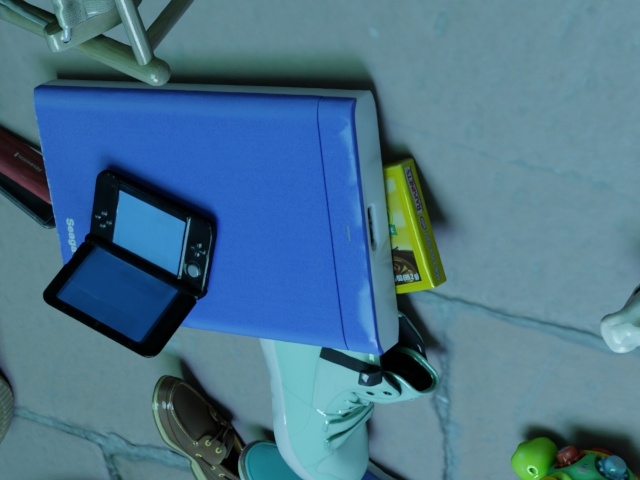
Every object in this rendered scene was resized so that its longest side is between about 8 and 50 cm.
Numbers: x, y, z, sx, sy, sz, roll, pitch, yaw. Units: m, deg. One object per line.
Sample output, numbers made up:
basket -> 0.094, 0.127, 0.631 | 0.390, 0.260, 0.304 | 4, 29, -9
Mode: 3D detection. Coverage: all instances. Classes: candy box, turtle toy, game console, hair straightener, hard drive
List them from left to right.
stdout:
hair straightener -> -0.334, -0.078, 1.388 | 0.230, 0.047, 0.089 | 29, 142, 4
game console -> -0.158, 0.017, 1.214 | 0.122, 0.071, 0.107 | 26, 123, 21
hard drive -> -0.092, -0.025, 1.224 | 0.319, 0.040, 0.210 | 6, 113, 32
candy box -> 0.000, 0.000, 1.219 | 0.206, 0.027, 0.105 | -10, 99, 36
turtle toy -> 0.226, 0.212, 1.300 | 0.130, 0.066, 0.095 | 9, 160, 30

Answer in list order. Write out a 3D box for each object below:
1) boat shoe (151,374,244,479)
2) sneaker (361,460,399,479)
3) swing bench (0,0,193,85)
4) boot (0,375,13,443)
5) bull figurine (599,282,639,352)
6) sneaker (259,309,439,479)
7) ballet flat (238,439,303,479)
boat shoe -> -0.117, 0.200, 1.532 | 0.060, 0.064, 0.178 | -1, 138, 28
sneaker -> 0.053, 0.272, 1.470 | 0.152, 0.084, 0.058 | 35, 142, -3
swing bench -> -0.208, -0.262, 1.008 | 0.255, 0.165, 0.253 | 10, 137, 27
boot -> -0.461, 0.136, 1.703 | 0.207, 0.090, 0.248 | 30, 145, 23
bull figurine -> 0.342, 0.084, 1.011 | 0.310, 0.188, 0.101 | 11, 116, 16
sneaker -> 0.037, 0.152, 1.336 | 0.151, 0.094, 0.255 | 14, 137, 33
ballet flat -> 0.004, 0.288, 1.542 | 0.221, 0.077, 0.079 | 33, 162, -1
